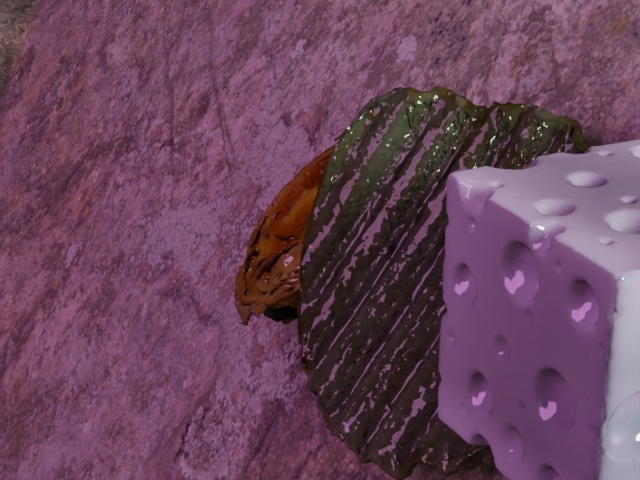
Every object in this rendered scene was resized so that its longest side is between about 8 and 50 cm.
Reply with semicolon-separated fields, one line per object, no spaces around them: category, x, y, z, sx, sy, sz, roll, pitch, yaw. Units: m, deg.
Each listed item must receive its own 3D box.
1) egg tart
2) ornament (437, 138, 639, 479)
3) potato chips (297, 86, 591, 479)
egg tart;0.000;0.000;1.781;0.297;0.132;0.297;-46;23;25
ornament;0.260;0.071;1.184;0.240;0.240;0.239;38;133;56
potato chips;0.122;0.034;1.528;0.358;0.070;0.429;29;89;34
